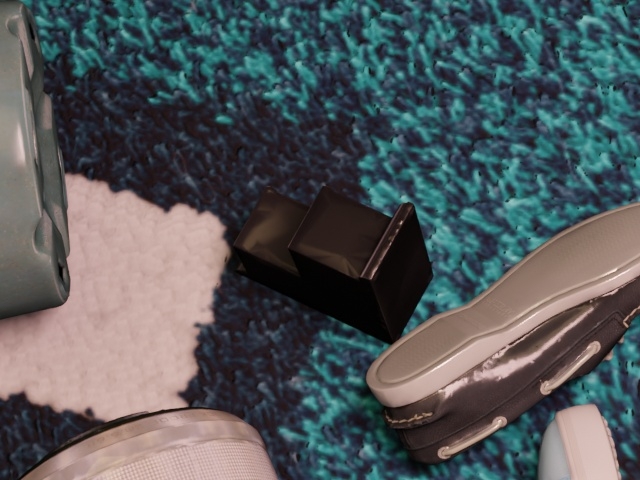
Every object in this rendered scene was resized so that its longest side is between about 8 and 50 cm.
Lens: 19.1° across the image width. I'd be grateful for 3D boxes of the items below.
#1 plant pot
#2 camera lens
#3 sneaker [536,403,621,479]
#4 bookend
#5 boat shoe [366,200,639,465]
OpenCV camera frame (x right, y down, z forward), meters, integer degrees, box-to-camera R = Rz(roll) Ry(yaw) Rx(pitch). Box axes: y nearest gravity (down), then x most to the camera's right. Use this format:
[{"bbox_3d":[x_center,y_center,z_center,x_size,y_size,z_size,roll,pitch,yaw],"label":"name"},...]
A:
[{"bbox_3d":[-0.384,-0.050,1.539,0.334,0.341,0.341,-8,67,-3],"label":"plant pot"},{"bbox_3d":[-0.106,0.277,1.399,0.219,0.219,0.274,-24,66,-1],"label":"camera lens"},{"bbox_3d":[0.152,0.296,1.396,0.150,0.135,0.366,1,68,5],"label":"sneaker"},{"bbox_3d":[0.000,0.000,1.530,0.157,0.156,0.072,24,74,18],"label":"bookend"},{"bbox_3d":[0.182,0.070,1.511,0.302,0.091,0.114,-29,22,-2],"label":"boat shoe"}]
